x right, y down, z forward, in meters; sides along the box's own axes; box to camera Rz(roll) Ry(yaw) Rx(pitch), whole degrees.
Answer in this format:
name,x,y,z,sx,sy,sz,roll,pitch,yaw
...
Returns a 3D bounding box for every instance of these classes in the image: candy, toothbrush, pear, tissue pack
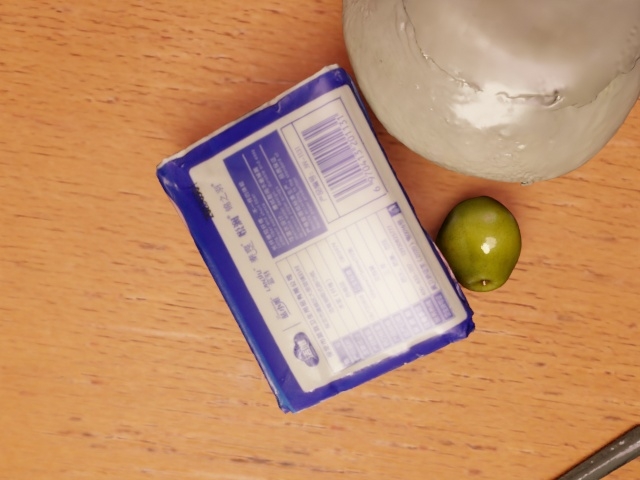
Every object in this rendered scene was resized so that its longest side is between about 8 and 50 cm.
name,x,y,z,sx,sy,sz,roll,pitch,yaw
candy,0.158,-0.189,0.690,0.295,0.185,0.296,-1,80,8
toothbrush,0.230,0.282,0.797,0.297,0.030,0.030,-32,119,0
pear,0.157,0.000,0.752,0.092,0.092,0.097,7,52,-1
tissue pack,0.000,0.000,0.715,0.209,0.137,0.270,-28,92,17
